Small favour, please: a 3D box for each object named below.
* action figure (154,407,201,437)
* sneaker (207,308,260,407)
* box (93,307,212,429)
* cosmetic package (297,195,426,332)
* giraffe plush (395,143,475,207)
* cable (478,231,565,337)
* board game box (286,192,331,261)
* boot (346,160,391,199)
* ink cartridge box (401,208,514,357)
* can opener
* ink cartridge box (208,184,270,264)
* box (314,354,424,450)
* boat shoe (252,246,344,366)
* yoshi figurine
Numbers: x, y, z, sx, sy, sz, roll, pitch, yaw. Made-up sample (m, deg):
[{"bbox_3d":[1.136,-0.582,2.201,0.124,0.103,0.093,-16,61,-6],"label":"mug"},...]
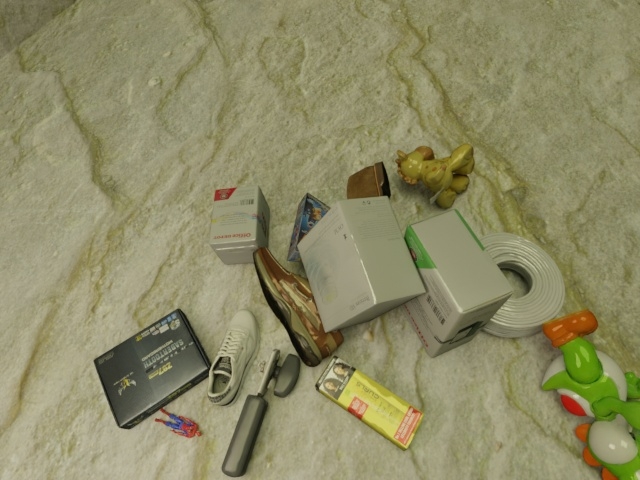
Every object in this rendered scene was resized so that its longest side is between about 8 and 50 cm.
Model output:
[{"bbox_3d":[-0.321,0.419,0.941,0.115,0.030,0.038,17,58,13],"label":"action figure"},{"bbox_3d":[-0.205,0.267,0.978,0.089,0.095,0.235,4,59,10],"label":"sneaker"},{"bbox_3d":[-0.398,0.303,0.996,0.232,0.059,0.183,-32,63,-12],"label":"box"},{"bbox_3d":[0.076,0.057,0.909,0.138,0.224,0.225,-9,69,-31],"label":"cosmetic package"},{"bbox_3d":[0.301,-0.194,1.155,0.210,0.182,0.170,-31,48,-31],"label":"giraffe plush"},{"bbox_3d":[0.455,0.103,1.006,0.256,0.089,0.257,8,61,10],"label":"cable"},{"bbox_3d":[0.000,0.000,1.083,0.194,0.060,0.194,33,49,-7],"label":"board game box"},{"bbox_3d":[0.139,-0.081,1.150,0.115,0.112,0.306,-13,52,17],"label":"boot"},{"bbox_3d":[0.267,0.105,0.911,0.121,0.289,0.211,-20,60,-10],"label":"ink cartridge box"},{"bbox_3d":[-0.130,0.375,0.919,0.093,0.074,0.281,17,64,14],"label":"can opener"},{"bbox_3d":[-0.216,-0.039,1.131,0.128,0.127,0.176,-5,60,7],"label":"ink cartridge box"},{"bbox_3d":[0.104,0.356,0.915,0.232,0.058,0.087,30,67,20],"label":"box"},{"bbox_3d":[-0.058,0.149,1.026,0.119,0.123,0.324,-26,67,-18],"label":"boat shoe"},{"bbox_3d":[0.603,0.313,0.816,0.203,0.203,0.363,-10,65,-10],"label":"yoshi figurine"}]
